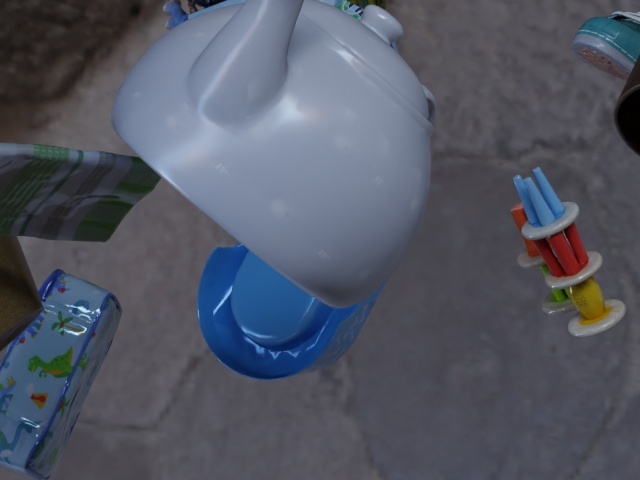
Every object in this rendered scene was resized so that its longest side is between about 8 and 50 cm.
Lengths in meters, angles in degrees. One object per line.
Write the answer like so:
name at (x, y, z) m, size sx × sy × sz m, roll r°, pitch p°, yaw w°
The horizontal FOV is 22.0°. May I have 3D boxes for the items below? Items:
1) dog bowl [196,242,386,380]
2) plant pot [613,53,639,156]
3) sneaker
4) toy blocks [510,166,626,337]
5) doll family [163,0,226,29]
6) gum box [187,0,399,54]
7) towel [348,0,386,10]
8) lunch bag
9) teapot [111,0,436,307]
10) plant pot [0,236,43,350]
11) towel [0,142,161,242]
dog bowl at (0.000, 0.000, 1.603) m, size 0.166 × 0.074 × 0.297 m, roll 29°, pitch 93°, yaw 31°
plant pot at (0.415, -0.194, 1.582) m, size 0.215 × 0.215 × 0.230 m, roll -6°, pitch 57°, yaw 47°
sneaker at (0.411, -0.245, 2.006) m, size 0.108 × 0.302 × 0.121 m, roll 27°, pitch 99°, yaw 36°
toy blocks at (0.196, -0.001, 1.408) m, size 0.054 × 0.148 × 0.123 m, roll -29°, pitch 18°, yaw -4°
doll family at (-0.141, -0.276, 1.782) m, size 0.076 × 0.193 × 0.111 m, roll -31°, pitch 41°, yaw -15°
gum box at (-0.024, -0.178, 1.536) m, size 0.184 × 0.041 × 0.157 m, roll -18°, pitch 51°, yaw 8°
towel at (-0.046, -0.267, 1.404) m, size 0.237 × 0.102 × 0.021 m, roll 30°, pitch 68°, yaw 22°
lunch bag at (-0.295, 0.150, 1.789) m, size 0.090 × 0.176 × 0.219 m, roll 23°, pitch 78°, yaw 5°
teapot at (-0.008, -0.085, 1.169) m, size 0.187 × 0.252 × 0.256 m, roll -51°, pitch 20°, yaw 1°
plant pot at (-0.347, -0.006, 1.321) m, size 0.254 × 0.237 × 0.237 m, roll 49°, pitch 123°, yaw 0°
towel at (-0.199, -0.030, 1.183) m, size 0.113 × 0.152 × 0.023 m, roll -42°, pitch 54°, yaw 45°
